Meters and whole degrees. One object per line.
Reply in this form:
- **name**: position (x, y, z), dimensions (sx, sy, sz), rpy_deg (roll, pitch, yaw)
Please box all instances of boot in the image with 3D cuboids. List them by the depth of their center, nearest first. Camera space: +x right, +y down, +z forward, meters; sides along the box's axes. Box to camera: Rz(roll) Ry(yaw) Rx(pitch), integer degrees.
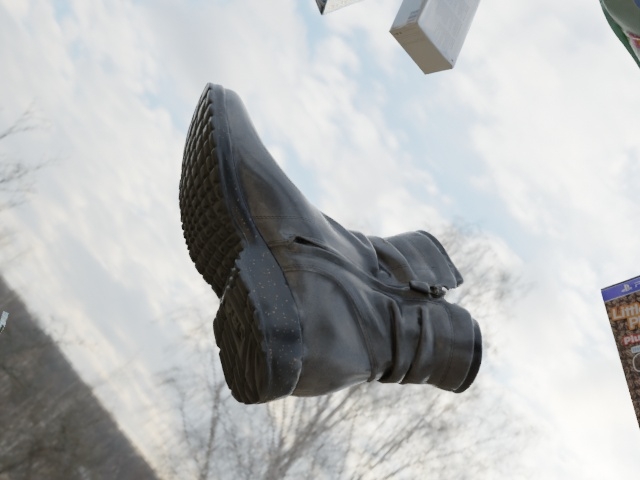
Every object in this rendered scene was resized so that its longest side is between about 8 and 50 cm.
- **boot**: position (0.000, 0.000, 0.727), dimensions (0.118, 0.222, 0.338), rpy_deg (-57, -139, 47)

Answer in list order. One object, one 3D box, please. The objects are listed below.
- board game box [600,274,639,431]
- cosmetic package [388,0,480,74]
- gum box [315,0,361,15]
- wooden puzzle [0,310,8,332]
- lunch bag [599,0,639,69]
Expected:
- **board game box**: position (0.573, 0.222, 1.221), dimensions (0.141, 0.291, 0.232), rpy_deg (-24, -44, 27)
- **cosmetic package**: position (0.186, -0.371, 1.162), dimensions (0.060, 0.239, 0.099), rpy_deg (-4, -35, 48)
- **gum box**: position (-0.001, -0.255, 0.497), dimensions (0.184, 0.041, 0.157), rpy_deg (130, -63, -78)
- **wooden puzzle**: position (-0.335, 0.102, 0.802), dimensions (0.006, 0.049, 0.083), rpy_deg (28, 5, -20)
- **lunch bag**: position (0.310, -0.172, 0.494), dimensions (0.279, 0.224, 0.108), rpy_deg (35, -1, -36)
